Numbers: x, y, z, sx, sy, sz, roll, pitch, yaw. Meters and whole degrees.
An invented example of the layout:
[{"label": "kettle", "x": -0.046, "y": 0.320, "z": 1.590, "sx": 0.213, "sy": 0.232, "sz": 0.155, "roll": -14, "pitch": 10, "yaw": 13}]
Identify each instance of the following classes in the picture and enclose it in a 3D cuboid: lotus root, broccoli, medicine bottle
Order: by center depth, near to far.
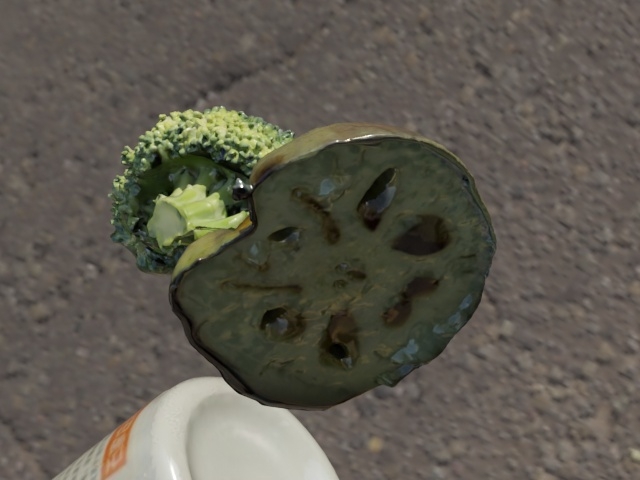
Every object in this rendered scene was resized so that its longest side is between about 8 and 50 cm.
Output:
[{"label": "lotus root", "x": 0.002, "y": 0.003, "z": 0.983, "sx": 0.183, "sy": 0.204, "sz": 0.078, "roll": -26, "pitch": 46, "yaw": -1}, {"label": "medicine bottle", "x": -0.166, "y": 0.286, "z": 1.394, "sx": 0.371, "sy": 0.211, "sz": 0.211, "roll": -39, "pitch": 54, "yaw": 30}, {"label": "broccoli", "x": -0.098, "y": -0.034, "z": 1.717, "sx": 0.226, "sy": 0.176, "sz": 0.198, "roll": 39, "pitch": 134, "yaw": 49}]
